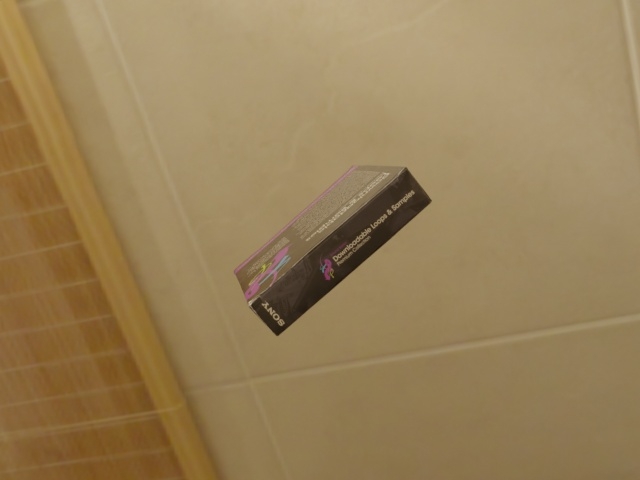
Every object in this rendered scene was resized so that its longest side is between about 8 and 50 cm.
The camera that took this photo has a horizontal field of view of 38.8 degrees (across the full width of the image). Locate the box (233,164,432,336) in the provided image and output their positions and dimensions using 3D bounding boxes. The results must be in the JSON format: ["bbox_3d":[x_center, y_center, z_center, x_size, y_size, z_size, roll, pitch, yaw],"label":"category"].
[{"bbox_3d":[0.000,0.000,0.569,0.029,0.116,0.162,49,177,-8],"label":"box"}]
